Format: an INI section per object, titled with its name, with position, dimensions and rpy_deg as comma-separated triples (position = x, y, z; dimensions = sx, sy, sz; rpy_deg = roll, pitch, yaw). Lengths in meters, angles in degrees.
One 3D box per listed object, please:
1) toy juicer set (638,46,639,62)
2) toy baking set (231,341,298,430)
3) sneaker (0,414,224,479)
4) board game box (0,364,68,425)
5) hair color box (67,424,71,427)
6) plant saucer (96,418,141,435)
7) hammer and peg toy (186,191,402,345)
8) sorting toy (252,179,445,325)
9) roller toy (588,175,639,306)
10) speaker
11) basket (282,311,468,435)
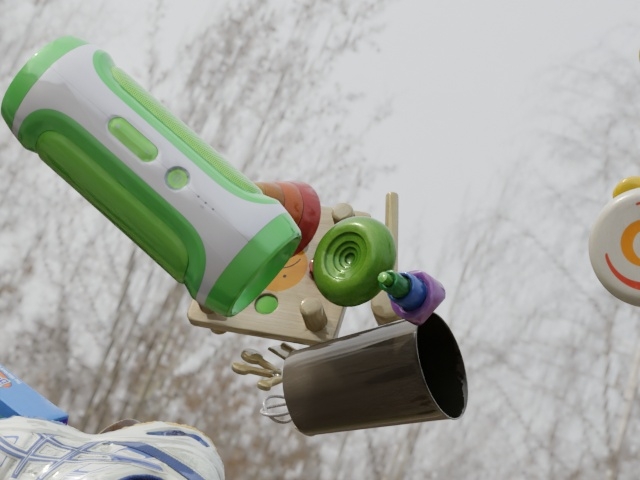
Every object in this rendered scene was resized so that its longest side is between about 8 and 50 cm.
[toy juicer set]
position = 0.477, -0.286, 1.749
dimensions = 0.329, 0.209, 0.089
rpy_deg = 54, -4, 32
[toy baking set]
position = -0.032, 0.239, 2.164
dimensions = 0.196, 0.030, 0.256
rpy_deg = 2, 28, -34
[sneaker]
position = -0.236, 0.231, 1.252
dimensions = 0.296, 0.112, 0.131
rpy_deg = -6, 20, -3
[board game box]
position = -0.353, 0.199, 1.401
dimensions = 0.210, 0.160, 0.047
rpy_deg = 29, 25, 32
[hair color box]
position = -0.548, 0.331, 2.165
dimensions = 0.113, 0.185, 0.374
rpy_deg = 27, -5, 24
[plant saucer]
position = -0.356, 0.384, 2.360
dimensions = 0.029, 0.168, 0.168
rpy_deg = 33, -13, 30
[hammer and peg toy]
position = -0.012, 0.049, 2.235
dimensions = 0.361, 0.266, 0.127
rpy_deg = 7, -31, 16
[sorting toy]
position = 0.000, 0.000, 1.815
dimensions = 0.365, 0.127, 0.126
rpy_deg = 31, -1, 40
[roller toy]
position = 0.534, 0.013, 2.224
dimensions = 0.209, 0.191, 0.146
rpy_deg = 34, 6, 19
[speaker]
position = -0.162, -0.062, 1.314
dimensions = 0.296, 0.131, 0.131
rpy_deg = 41, -20, 8
[basket]
position = 0.073, 0.201, 1.986
dimensions = 0.226, 0.154, 0.204
rpy_deg = -14, -23, 23
